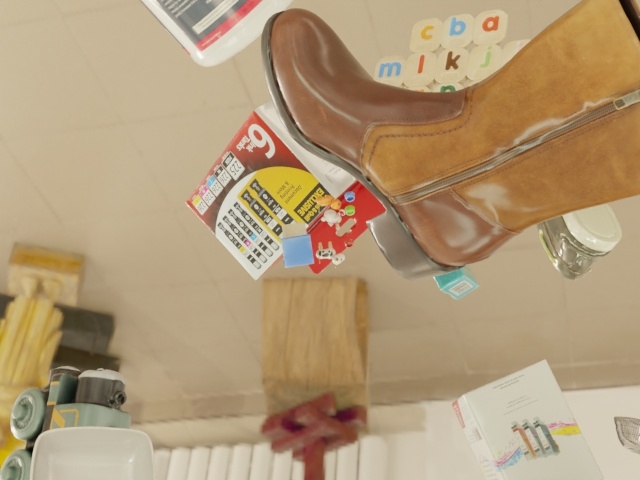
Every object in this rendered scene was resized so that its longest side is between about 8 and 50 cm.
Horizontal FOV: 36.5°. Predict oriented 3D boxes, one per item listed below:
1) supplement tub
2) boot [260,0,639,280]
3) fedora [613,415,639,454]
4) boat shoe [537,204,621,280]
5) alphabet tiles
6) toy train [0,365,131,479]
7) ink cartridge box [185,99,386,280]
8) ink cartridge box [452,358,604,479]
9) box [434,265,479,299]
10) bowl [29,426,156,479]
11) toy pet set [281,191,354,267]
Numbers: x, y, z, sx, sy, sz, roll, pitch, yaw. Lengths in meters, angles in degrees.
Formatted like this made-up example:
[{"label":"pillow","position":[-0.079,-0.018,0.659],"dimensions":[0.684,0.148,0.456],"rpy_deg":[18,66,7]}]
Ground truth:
[{"label":"supplement tub","position":[-0.169,-0.377,1.236],"dimensions":[0.191,0.191,0.272],"rpy_deg":[-29,114,34]},{"label":"boot","position":[0.104,-0.111,0.722],"dimensions":[0.280,0.096,0.264],"rpy_deg":[-28,92,48]},{"label":"fedora","position":[0.419,0.177,0.887],"dimensions":[0.275,0.124,0.244],"rpy_deg":[17,172,28]},{"label":"boat shoe","position":[0.358,-0.066,1.436],"dimensions":[0.109,0.305,0.091],"rpy_deg":[16,127,-13]},{"label":"alphabet tiles","position":[0.217,-0.257,1.612],"dimensions":[0.284,0.278,0.021],"rpy_deg":[-2,155,28]},{"label":"toy train","position":[-0.355,0.338,1.361],"dimensions":[0.190,0.334,0.142],"rpy_deg":[-11,153,37]},{"label":"ink cartridge box","position":[-0.057,-0.074,1.729],"dimensions":[0.272,0.130,0.309],"rpy_deg":[47,138,3]},{"label":"ink cartridge box","position":[0.279,0.274,1.328],"dimensions":[0.127,0.176,0.128],"rpy_deg":[-21,166,-7]},{"label":"box","position":[0.243,0.001,2.044],"dimensions":[0.060,0.244,0.100],"rpy_deg":[-33,152,16]},{"label":"bowl","position":[-0.266,0.292,1.125],"dimensions":[0.142,0.142,0.053],"rpy_deg":[5,144,-19]},{"label":"toy pet set","position":[0.000,0.000,1.405],"dimensions":[0.114,0.065,0.122],"rpy_deg":[-9,141,-4]}]
